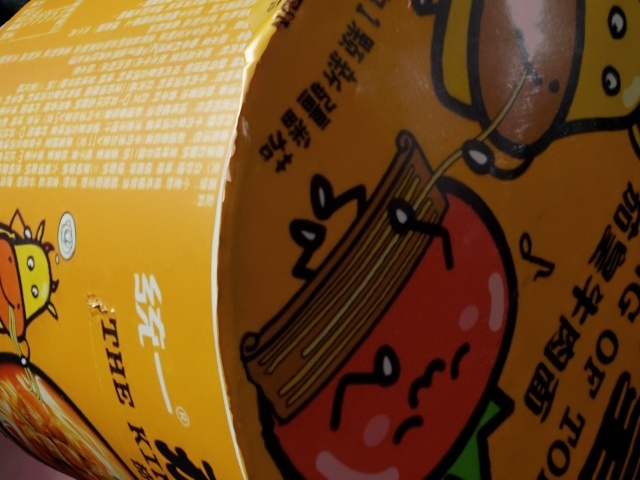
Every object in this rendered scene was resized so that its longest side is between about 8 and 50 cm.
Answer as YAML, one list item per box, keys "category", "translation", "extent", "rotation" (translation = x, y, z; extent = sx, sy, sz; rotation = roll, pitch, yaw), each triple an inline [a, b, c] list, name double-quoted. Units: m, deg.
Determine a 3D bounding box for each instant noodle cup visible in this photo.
- category: "instant noodle cup"
  translation: [0.000, 0.000, 0.543]
  extent: [0.172, 0.215, 0.216]
  rotation: [6, 74, 46]

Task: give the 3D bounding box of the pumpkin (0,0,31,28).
- category: "pumpkin"
  translation: [-0.141, -0.119, 0.730]
  extent: [0.194, 0.150, 0.194]
  rotation: [-28, 25, 15]
